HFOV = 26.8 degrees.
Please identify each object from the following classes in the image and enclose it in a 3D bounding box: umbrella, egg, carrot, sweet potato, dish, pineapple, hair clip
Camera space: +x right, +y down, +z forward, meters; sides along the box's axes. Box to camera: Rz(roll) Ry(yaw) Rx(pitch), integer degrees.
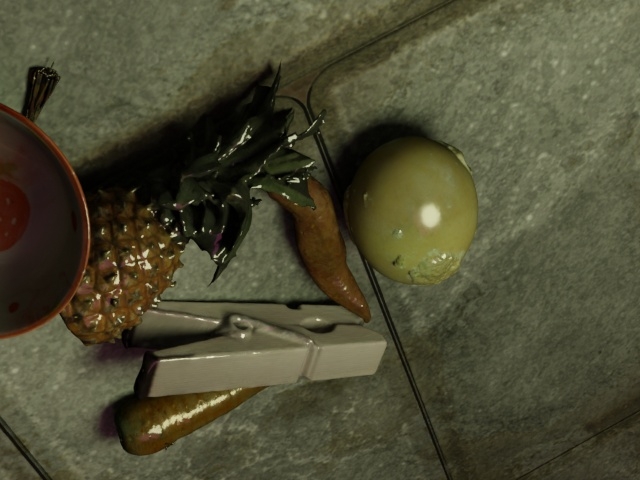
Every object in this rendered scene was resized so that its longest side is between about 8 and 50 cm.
[{"bbox_3d":[-0.287,-0.148,1.372,0.031,0.020,0.083,6,130,-33],"label":"umbrella"},{"bbox_3d":[0.112,-0.035,1.608,0.164,0.164,0.202,-21,138,-13],"label":"egg"},{"bbox_3d":[-0.126,0.193,1.746,0.298,0.078,0.078,-24,137,-16],"label":"carrot"},{"bbox_3d":[0.000,0.000,1.642,0.067,0.059,0.281,2,143,23],"label":"sweet potato"},{"bbox_3d":[-0.342,-0.034,1.349,0.260,0.085,0.260,4,112,10],"label":"dish"},{"bbox_3d":[-0.142,-0.033,1.459,0.364,0.165,0.165,-34,137,-1],"label":"pineapple"},{"bbox_3d":[-0.081,0.132,1.679,0.330,0.101,0.085,1,123,-29],"label":"hair clip"}]
